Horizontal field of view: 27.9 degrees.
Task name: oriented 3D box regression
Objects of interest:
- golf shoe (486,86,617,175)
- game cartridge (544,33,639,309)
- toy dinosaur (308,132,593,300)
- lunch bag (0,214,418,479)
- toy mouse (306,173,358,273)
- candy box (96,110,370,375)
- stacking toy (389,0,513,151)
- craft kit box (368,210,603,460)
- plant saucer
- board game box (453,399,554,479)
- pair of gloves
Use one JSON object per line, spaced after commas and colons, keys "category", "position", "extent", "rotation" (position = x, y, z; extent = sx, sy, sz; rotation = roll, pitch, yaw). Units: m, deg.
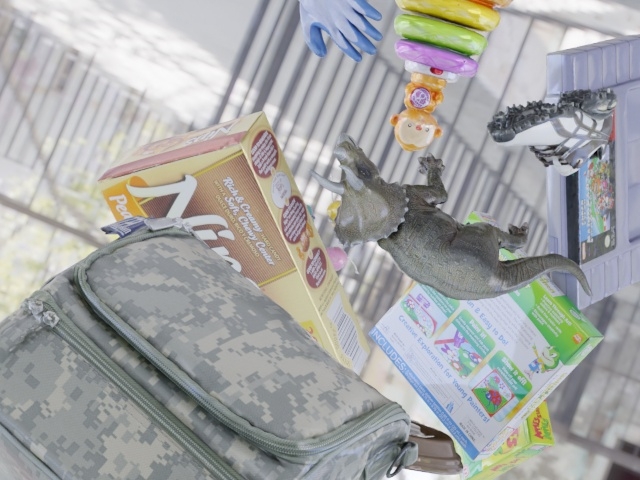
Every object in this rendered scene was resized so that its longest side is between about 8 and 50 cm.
{"category": "golf shoe", "position": [0.263, -0.112, 1.423], "extent": [0.198, 0.094, 0.077], "rotation": [-15, -162, -38]}
{"category": "game cartridge", "position": [0.395, -0.097, 1.792], "extent": [0.068, 0.355, 0.230], "rotation": [7, -162, 38]}
{"category": "toy dinosaur", "position": [0.129, 0.006, 1.357], "extent": [0.313, 0.121, 0.160], "rotation": [37, -142, 2]}
{"category": "lunch bag", "position": [-0.110, 0.143, 1.006], "extent": [0.305, 0.256, 0.212], "rotation": [37, 149, 23]}
{"category": "toy mouse", "position": [0.000, 0.000, 2.011], "extent": [0.161, 0.143, 0.031], "rotation": [63, 161, -13]}
{"category": "candy box", "position": [-0.090, 0.032, 1.417], "extent": [0.183, 0.087, 0.316], "rotation": [-13, 114, 25]}
{"category": "stacking toy", "position": [0.145, -0.253, 1.552], "extent": [0.175, 0.302, 0.166], "rotation": [14, -173, -11]}
{"category": "craft kit box", "position": [0.223, 0.131, 1.791], "extent": [0.061, 0.246, 0.250], "rotation": [3, -139, -53]}
{"category": "plant saucer", "position": [0.052, 0.241, 1.648], "extent": [0.278, 0.041, 0.278], "rotation": [15, 180, 0]}
{"category": "board game box", "position": [0.267, 0.289, 1.904], "extent": [0.043, 0.092, 0.181], "rotation": [10, 148, -27]}
{"category": "pair of gloves", "position": [0.035, -0.305, 1.473], "extent": [0.159, 0.198, 0.023], "rotation": [44, -157, 12]}
